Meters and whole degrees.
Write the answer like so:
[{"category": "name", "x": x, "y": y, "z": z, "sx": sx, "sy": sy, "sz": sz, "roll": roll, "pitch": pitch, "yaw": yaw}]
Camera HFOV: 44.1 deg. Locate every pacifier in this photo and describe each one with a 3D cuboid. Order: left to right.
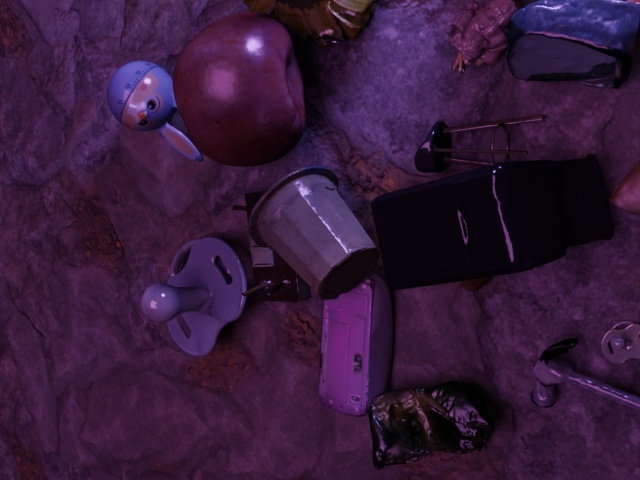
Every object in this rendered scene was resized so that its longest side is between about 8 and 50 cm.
[{"category": "pacifier", "x": -0.302, "y": 0.120, "z": 1.753, "sx": 0.244, "sy": 0.233, "sz": 0.299, "roll": 52, "pitch": 122, "yaw": 21}, {"category": "pacifier", "x": 0.494, "y": 0.163, "z": 1.289, "sx": 0.083, "sy": 0.064, "sz": 0.068, "roll": -22, "pitch": 67, "yaw": 36}]

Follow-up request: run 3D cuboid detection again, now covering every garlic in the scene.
[{"category": "garlic", "x": 0.520, "y": -0.098, "z": 1.196, "sx": 0.128, "sy": 0.115, "sz": 0.207, "roll": 48, "pitch": 124, "yaw": 13}]

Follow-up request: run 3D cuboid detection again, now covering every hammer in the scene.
[{"category": "hammer", "x": 0.549, "y": 0.284, "z": 1.272, "sx": 0.427, "sy": 0.044, "sz": 0.152, "roll": 22, "pitch": 132, "yaw": 25}]

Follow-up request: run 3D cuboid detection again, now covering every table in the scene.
[{"category": "table", "x": -0.113, "y": 0.015, "z": 1.673, "sx": 0.121, "sy": 0.111, "sz": 0.240, "roll": -3, "pitch": 96, "yaw": 37}]

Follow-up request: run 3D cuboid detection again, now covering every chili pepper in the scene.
[{"category": "chili pepper", "x": 0.218, "y": 0.341, "z": 1.501, "sx": 0.264, "sy": 0.116, "sz": 0.148, "roll": -23, "pitch": 73, "yaw": 35}]

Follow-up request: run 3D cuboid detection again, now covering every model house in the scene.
[{"category": "model house", "x": 0.407, "y": -0.384, "z": 1.171, "sx": 0.184, "sy": 0.253, "sz": 0.291, "roll": 20, "pitch": 92, "yaw": 18}]

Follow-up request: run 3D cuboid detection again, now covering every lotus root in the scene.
[{"category": "lotus root", "x": 0.293, "y": 0.065, "z": 1.433, "sx": 0.030, "sy": 0.037, "sz": 0.083, "roll": 50, "pitch": 122, "yaw": 14}]

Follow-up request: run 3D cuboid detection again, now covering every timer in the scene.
[{"category": "timer", "x": -0.374, "y": -0.295, "z": 1.782, "sx": 0.255, "sy": 0.175, "sz": 0.175, "roll": 46, "pitch": 121, "yaw": 20}]

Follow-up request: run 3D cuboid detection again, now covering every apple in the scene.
[{"category": "apple", "x": -0.157, "y": -0.291, "z": 1.542, "sx": 0.235, "sy": 0.306, "sz": 0.306, "roll": -6, "pitch": 94, "yaw": 10}]

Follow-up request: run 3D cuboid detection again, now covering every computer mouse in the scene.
[{"category": "computer mouse", "x": 0.066, "y": 0.200, "z": 1.598, "sx": 0.158, "sy": 0.072, "sz": 0.310, "roll": 9, "pitch": 101, "yaw": 33}]

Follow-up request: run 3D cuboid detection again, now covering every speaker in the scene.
[{"category": "speaker", "x": 0.277, "y": -0.029, "z": 1.361, "sx": 0.388, "sy": 0.184, "sz": 0.180, "roll": -13, "pitch": 89, "yaw": 56}]

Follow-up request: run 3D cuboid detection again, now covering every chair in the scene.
[{"category": "chair", "x": 0.276, "y": -0.168, "z": 1.379, "sx": 0.221, "sy": 0.104, "sz": 0.095, "roll": 1, "pitch": 72, "yaw": 31}]

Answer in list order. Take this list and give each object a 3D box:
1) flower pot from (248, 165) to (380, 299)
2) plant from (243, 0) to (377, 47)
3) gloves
[{"category": "flower pot", "x": 0.000, "y": 0.000, "z": 1.514, "sx": 0.202, "sy": 0.212, "sz": 0.212, "roll": 51, "pitch": 123, "yaw": 25}, {"category": "plant", "x": -0.025, "y": -0.480, "z": 1.485, "sx": 0.306, "sy": 0.297, "sz": 0.261, "roll": -24, "pitch": 114, "yaw": 21}, {"category": "gloves", "x": 0.276, "y": -0.359, "z": 1.340, "sx": 0.144, "sy": 0.110, "sz": 0.094, "roll": -28, "pitch": 71, "yaw": 7}]
